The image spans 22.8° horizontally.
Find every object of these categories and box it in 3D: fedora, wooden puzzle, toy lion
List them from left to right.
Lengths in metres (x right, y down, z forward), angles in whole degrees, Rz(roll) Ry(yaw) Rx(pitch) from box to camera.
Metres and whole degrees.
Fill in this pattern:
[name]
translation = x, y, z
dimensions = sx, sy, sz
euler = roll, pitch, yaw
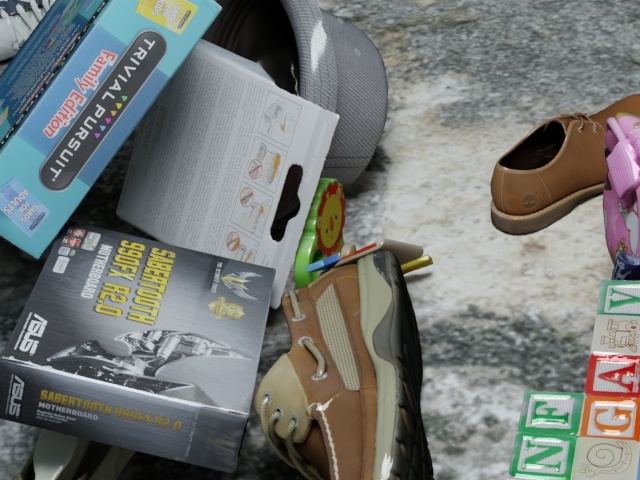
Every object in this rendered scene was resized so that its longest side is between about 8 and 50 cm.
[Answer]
[fedora]
translation = -0.027, -0.145, 1.482
dimensions = 0.124, 0.244, 0.275
euler = 2, 35, -33
[toy lion]
translation = 0.000, 0.000, 1.358
dimensions = 0.034, 0.096, 0.100
euler = 6, 41, 21
[wooden puzzle]
translation = 0.042, 0.017, 1.329
dimensions = 0.078, 0.116, 0.014
euler = -25, 70, 23

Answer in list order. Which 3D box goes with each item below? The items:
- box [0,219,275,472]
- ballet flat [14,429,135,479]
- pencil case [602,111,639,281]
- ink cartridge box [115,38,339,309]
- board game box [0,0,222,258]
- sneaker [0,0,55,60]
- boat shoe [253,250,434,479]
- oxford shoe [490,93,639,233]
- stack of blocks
[box]
translation = -0.136, 0.075, 1.223
dimensions = 0.183, 0.056, 0.231
euler = 13, 27, -2
[ballet flat]
translation = -0.176, 0.140, 1.236
dimensions = 0.086, 0.086, 0.248
euler = 3, 40, 18
[pencil case]
translation = 0.418, -0.035, 1.242
dimensions = 0.386, 0.160, 0.167
euler = -3, 23, 8
[ink cartridge box]
translation = -0.075, -0.064, 1.395
dimensions = 0.224, 0.181, 0.056
euler = 27, 17, 36
[board game box]
translation = -0.220, -0.139, 1.410
dimensions = 0.254, 0.079, 0.336
euler = -54, 19, 1
[sneaker]
translation = -0.294, -0.242, 1.738
dimensions = 0.235, 0.094, 0.153
euler = -22, 29, -30
[boat shoe]
translation = 0.016, 0.131, 1.185
dimensions = 0.119, 0.123, 0.324
euler = -12, 29, 8
[oxford shoe]
translation = 0.237, -0.087, 1.430
dimensions = 0.212, 0.076, 0.076
euler = -34, 41, -29
[stack of blocks]
translation = 0.227, 0.155, 1.112
dimensions = 0.171, 0.087, 0.297
euler = 2, 40, 16
